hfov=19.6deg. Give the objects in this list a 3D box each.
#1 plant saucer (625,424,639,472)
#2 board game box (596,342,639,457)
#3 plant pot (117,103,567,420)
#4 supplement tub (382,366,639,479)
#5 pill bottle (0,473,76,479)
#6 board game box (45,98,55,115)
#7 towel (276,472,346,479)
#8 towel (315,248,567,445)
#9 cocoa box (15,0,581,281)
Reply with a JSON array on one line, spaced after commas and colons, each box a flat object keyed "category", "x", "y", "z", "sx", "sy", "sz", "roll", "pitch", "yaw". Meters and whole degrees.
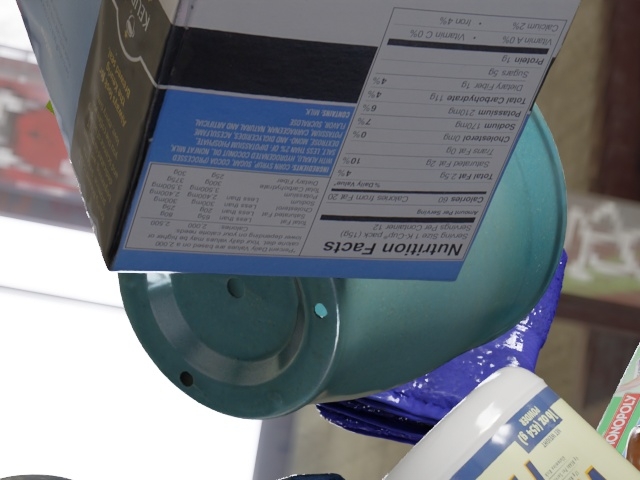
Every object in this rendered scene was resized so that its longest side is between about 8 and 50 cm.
[{"category": "plant saucer", "x": 0.311, "y": 0.254, "z": 1.595, "sx": 0.200, "sy": 0.037, "sz": 0.200, "roll": 169, "pitch": -90, "yaw": -84}, {"category": "board game box", "x": 0.435, "y": 0.171, "z": 2.046, "sx": 0.317, "sy": 0.214, "sz": 0.046, "roll": -54, "pitch": 130, "yaw": -44}, {"category": "plant pot", "x": 0.000, "y": 0.000, "z": 1.316, "sx": 0.255, "sy": 0.272, "sz": 0.271, "roll": -33, "pitch": 148, "yaw": -52}, {"category": "supplement tub", "x": 0.186, "y": 0.282, "z": 1.416, "sx": 0.235, "sy": 0.325, "sz": 0.235, "roll": -45, "pitch": 170, "yaw": -10}, {"category": "pill bottle", "x": -0.203, "y": 0.270, "z": 1.302, "sx": 0.112, "sy": 0.112, "sz": 0.186, "roll": 116, "pitch": -29, "yaw": -49}, {"category": "board game box", "x": -0.128, "y": -0.095, "z": 1.494, "sx": 0.043, "sy": 0.092, "sz": 0.181, "roll": -55, "pitch": 158, "yaw": 19}, {"category": "towel", "x": -0.038, "y": 0.205, "z": 1.423, "sx": 0.119, "sy": 0.067, "sz": 0.029, "roll": -25, "pitch": -109, "yaw": 43}, {"category": "towel", "x": 0.126, "y": 0.092, "z": 1.958, "sx": 0.076, "sy": 0.228, "sz": 0.308, "roll": 97, "pitch": 12, "yaw": -45}, {"category": "cocoa box", "x": -0.037, "y": -0.167, "z": 1.105, "sx": 0.347, "sy": 0.231, "sz": 0.228, "roll": -115, "pitch": -144, "yaw": -45}]
